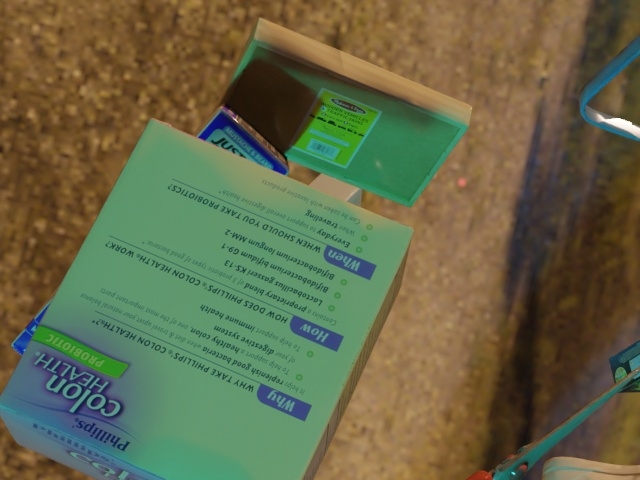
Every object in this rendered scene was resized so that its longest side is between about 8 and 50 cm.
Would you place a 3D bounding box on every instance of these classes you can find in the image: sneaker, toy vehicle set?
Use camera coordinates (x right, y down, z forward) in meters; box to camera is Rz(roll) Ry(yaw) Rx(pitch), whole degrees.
[{"bbox_3d":[0.467,0.425,2.373,0.169,0.293,0.108,-67,150,-45],"label":"sneaker"},{"bbox_3d":[0.020,-0.142,1.821,0.166,0.267,0.035,125,-17,-49],"label":"toy vehicle set"}]

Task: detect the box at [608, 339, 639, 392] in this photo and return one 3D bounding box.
[{"bbox_3d":[0.468,0.125,1.779,0.159,0.233,0.044,-46,-131,53],"label":"box"}]

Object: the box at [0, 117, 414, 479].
[{"bbox_3d":[-0.078,0.072,1.144,0.117,0.214,0.243,96,18,-68],"label":"box"}]

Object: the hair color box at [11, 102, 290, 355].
[{"bbox_3d":[-0.181,0.008,1.730,0.339,0.110,0.185,-46,-174,3],"label":"hair color box"}]

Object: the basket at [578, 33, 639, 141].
[{"bbox_3d":[0.463,-0.195,1.756,0.289,0.255,0.201,-50,-149,45],"label":"basket"}]

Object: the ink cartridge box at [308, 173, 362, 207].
[{"bbox_3d":[0.000,0.000,2.106,0.109,0.063,0.150,-45,149,-42],"label":"ink cartridge box"}]

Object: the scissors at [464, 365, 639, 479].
[{"bbox_3d":[0.113,0.155,1.021,0.297,0.021,0.109,-41,143,-12],"label":"scissors"}]
